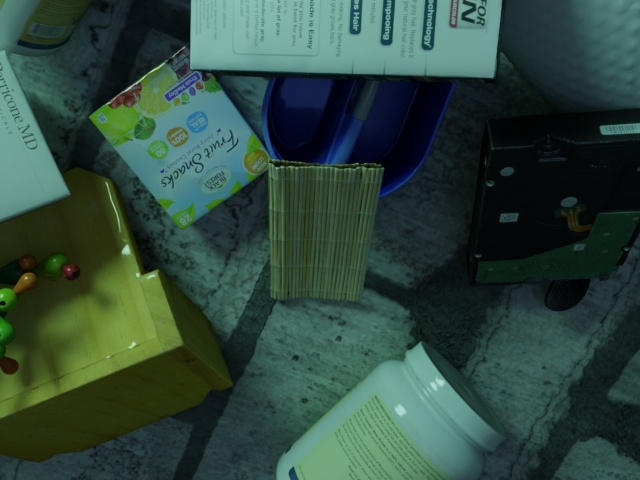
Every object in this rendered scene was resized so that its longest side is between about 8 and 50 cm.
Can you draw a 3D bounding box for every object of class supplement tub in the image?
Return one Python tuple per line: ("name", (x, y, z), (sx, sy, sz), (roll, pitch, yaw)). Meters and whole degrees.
("supplement tub", (-0.337, -0.337, 0.757), (0.144, 0.144, 0.200), (41, 128, -17))
("supplement tub", (0.114, 0.346, 1.028), (0.325, 0.235, 0.235), (-44, 108, 8))

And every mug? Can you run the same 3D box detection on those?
("mug", (0.412, -0.339, 0.845), (0.328, 0.276, 0.374), (44, 70, -21))

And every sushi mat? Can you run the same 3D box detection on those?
("sushi mat", (0.000, 0.000, 0.923), (0.151, 0.019, 0.316), (0, 142, -4))

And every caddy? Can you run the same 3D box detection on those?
("caddy", (0.054, -0.220, 0.865), (0.241, 0.179, 0.341), (16, 105, -13))

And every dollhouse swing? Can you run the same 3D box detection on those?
("dollhouse swing", (-0.376, 0.121, 0.984), (0.347, 0.305, 0.315), (-23, 151, 0))

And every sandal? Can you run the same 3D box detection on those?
("sandal", (0.435, 0.041, 1.079), (0.067, 0.040, 0.179), (28, 88, -21))

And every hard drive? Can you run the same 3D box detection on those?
("hard drive", (0.341, -0.047, 0.906), (0.237, 0.064, 0.339), (-3, 145, 7))

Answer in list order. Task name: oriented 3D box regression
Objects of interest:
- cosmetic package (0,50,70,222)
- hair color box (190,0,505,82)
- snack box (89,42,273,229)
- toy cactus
("cosmetic package", (-0.519, -0.071, 0.749), (0.365, 0.155, 0.197), (-27, 104, -23))
("hair color box", (0.031, -0.272, 0.716), (0.347, 0.105, 0.174), (6, 102, 15))
("snack box", (-0.194, -0.149, 0.913), (0.174, 0.070, 0.207), (-35, 111, 4))
("toy cactus", (-0.429, 0.077, 0.831), (0.219, 0.180, 0.112), (-47, 145, -5))
